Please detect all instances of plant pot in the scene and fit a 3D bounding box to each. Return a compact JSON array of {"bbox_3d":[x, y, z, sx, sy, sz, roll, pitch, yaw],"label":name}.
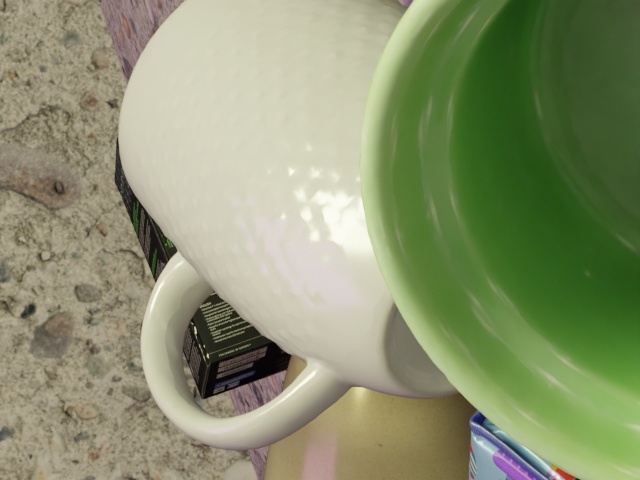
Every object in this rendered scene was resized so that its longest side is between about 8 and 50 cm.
[{"bbox_3d":[0.068,0.140,1.584,0.256,0.256,0.274,-150,59,-69],"label":"plant pot"}]

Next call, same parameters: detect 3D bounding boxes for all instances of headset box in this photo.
[{"bbox_3d":[-0.060,-0.017,1.785,0.131,0.246,0.283,109,139,-68],"label":"headset box"}]

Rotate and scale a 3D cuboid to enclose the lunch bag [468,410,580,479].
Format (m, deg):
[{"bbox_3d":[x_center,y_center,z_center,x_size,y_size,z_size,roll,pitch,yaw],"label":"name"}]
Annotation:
[{"bbox_3d":[0.248,0.260,1.288,0.293,0.138,0.221,45,153,34],"label":"lunch bag"}]

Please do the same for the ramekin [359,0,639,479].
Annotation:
[{"bbox_3d":[0.183,-0.038,0.747,0.303,0.148,0.303,14,127,19],"label":"ramekin"}]

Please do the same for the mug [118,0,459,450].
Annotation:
[{"bbox_3d":[0.000,0.000,1.361,0.276,0.374,0.328,36,-173,-45],"label":"mug"}]
